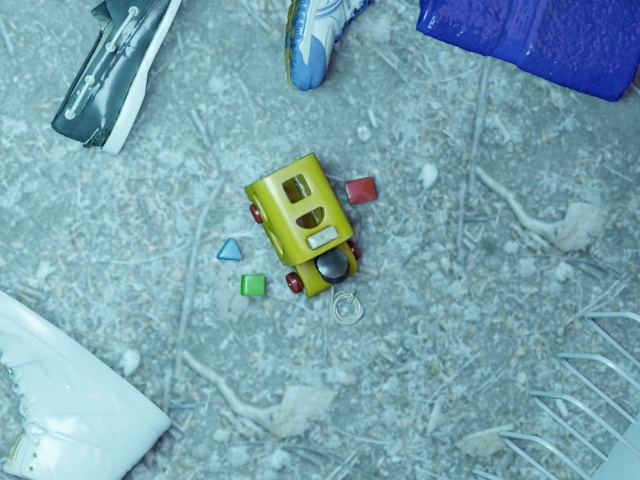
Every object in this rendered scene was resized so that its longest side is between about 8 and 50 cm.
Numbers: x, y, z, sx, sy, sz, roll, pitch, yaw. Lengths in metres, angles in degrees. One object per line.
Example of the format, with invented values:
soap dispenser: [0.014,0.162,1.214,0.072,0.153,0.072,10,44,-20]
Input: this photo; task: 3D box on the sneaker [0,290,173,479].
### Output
sneaker: [-0.335,0.189,1.534,0.292,0.108,0.169,41,77,-10]

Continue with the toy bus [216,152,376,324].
toy bus: [-0.010,-0.008,1.615,0.202,0.104,0.191,17,85,-11]

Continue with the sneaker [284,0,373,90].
sneaker: [0.037,-0.323,1.633,0.131,0.112,0.296,14,86,-13]

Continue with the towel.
towel: [0.289,-0.331,1.715,0.308,0.076,0.228,18,91,-12]

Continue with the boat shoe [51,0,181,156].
boat shoe: [-0.232,-0.255,1.568,0.091,0.114,0.302,21,83,-17]

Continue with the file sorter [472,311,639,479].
file sorter: [0.348,0.247,1.647,0.173,0.193,0.278,39,80,-6]
